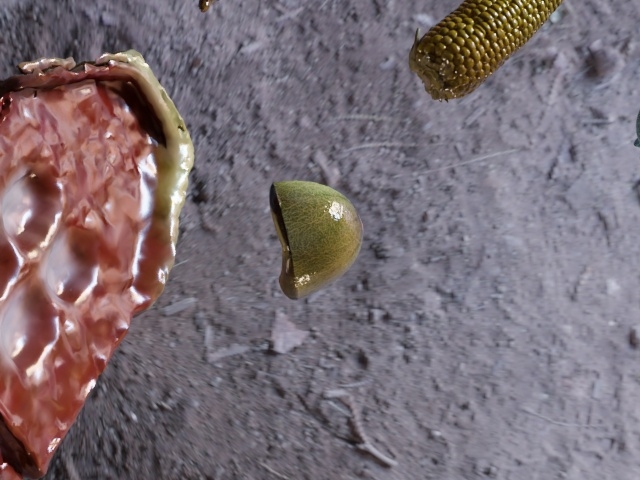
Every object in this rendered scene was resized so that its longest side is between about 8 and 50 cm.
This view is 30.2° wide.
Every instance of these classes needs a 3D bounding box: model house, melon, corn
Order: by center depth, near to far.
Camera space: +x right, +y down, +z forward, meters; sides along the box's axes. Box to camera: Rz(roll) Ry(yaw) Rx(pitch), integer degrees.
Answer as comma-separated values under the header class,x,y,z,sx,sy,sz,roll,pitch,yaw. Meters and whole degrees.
class,x,y,z,sx,sy,sz,roll,pitch,yaw
model house,-0.194,-0.003,0.625,0.160,0.196,0.254,64,37,-28
corn,0.211,-0.263,1.417,0.260,0.091,0.091,-43,139,-20
melon,0.000,0.000,1.482,0.128,0.079,0.160,-17,113,-13

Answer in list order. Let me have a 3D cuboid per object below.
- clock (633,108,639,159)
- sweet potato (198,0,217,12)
class,x,y,z,sx,sy,sz,roll,pitch,yaw
clock,0.497,-0.160,1.483,0.094,0.274,0.224,45,80,-22
sweet potato,-0.084,-0.331,1.308,0.068,0.068,0.226,30,49,-8
